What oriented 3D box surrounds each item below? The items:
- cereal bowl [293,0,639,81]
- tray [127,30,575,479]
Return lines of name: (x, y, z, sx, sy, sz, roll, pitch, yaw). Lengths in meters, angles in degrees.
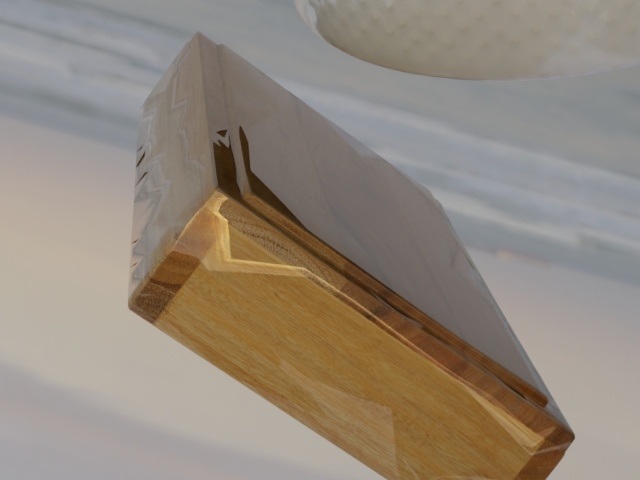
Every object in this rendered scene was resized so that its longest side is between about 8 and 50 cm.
cereal bowl: (0.137, -0.236, 1.083, 0.339, 0.141, 0.339, -7, -148, 5)
tray: (0.000, 0.000, 0.973, 0.203, 0.076, 0.411, 34, -169, -14)
